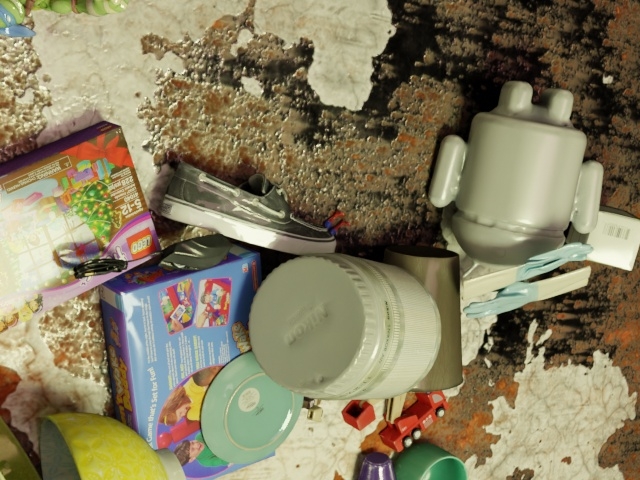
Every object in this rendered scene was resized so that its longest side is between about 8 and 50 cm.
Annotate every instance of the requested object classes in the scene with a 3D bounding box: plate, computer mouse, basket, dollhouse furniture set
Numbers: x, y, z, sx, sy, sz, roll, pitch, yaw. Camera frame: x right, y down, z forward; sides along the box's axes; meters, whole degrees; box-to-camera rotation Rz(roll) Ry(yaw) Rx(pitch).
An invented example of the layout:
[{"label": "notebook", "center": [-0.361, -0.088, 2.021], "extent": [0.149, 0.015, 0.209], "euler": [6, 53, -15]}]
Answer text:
[{"label": "plate", "center": [-0.098, 0.260, 1.613], "extent": [0.188, 0.024, 0.188], "euler": [-12, 111, -34]}, {"label": "computer mouse", "center": [-0.227, 0.032, 1.449], "extent": [0.242, 0.071, 0.041], "euler": [-12, 81, -34]}, {"label": "basket", "center": [0.166, 0.129, 1.793], "extent": [0.204, 0.154, 0.226], "euler": [-1, 100, -36]}, {"label": "dollhouse furniture set", "center": [-0.009, 0.234, 1.743], "extent": [0.081, 0.091, 0.114], "euler": [6, 97, -53]}]

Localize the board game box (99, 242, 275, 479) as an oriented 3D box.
[{"label": "board game box", "center": [-0.196, 0.200, 1.588], "extent": [0.233, 0.078, 0.347], "euler": [-15, 112, -33]}]

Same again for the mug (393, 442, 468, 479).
[{"label": "mug", "center": [0.199, 0.451, 1.940], "extent": [0.129, 0.097, 0.157], "euler": [-40, 124, -21]}]

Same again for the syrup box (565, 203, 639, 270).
[{"label": "syrup box", "center": [0.531, -0.015, 1.960], "extent": [0.093, 0.237, 0.096], "euler": [14, 100, 4]}]

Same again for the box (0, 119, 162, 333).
[{"label": "box", "center": [-0.375, -0.014, 1.407], "extent": [0.293, 0.057, 0.200], "euler": [-29, 120, -27]}]

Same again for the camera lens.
[{"label": "camera lens", "center": [0.044, 0.134, 1.604], "extent": [0.274, 0.219, 0.219], "euler": [14, 95, -60]}]

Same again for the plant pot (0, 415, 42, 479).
[{"label": "plant pot", "center": [-0.495, 0.357, 1.324], "extent": [0.254, 0.276, 0.276], "euler": [-32, 121, -11]}]

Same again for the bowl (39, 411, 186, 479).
[{"label": "bowl", "center": [-0.271, 0.363, 1.441], "extent": [0.156, 0.289, 0.289], "euler": [-12, 111, -28]}]

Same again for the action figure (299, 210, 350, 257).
[{"label": "action figure", "center": [0.000, 0.000, 1.707], "extent": [0.115, 0.030, 0.038], "euler": [-43, 129, -16]}]

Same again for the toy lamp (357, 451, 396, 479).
[{"label": "toy lamp", "center": [0.101, 0.517, 1.903], "extent": [0.080, 0.080, 0.274], "euler": [-10, 110, -34]}]

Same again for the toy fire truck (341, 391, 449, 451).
[{"label": "toy fire truck", "center": [0.139, 0.304, 1.885], "extent": [0.192, 0.047, 0.135], "euler": [-36, 121, -23]}]

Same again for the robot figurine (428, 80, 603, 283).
[{"label": "robot figurine", "center": [0.344, -0.097, 1.820], "extent": [0.300, 0.200, 0.353], "euler": [12, 98, 2]}]

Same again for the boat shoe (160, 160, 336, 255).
[{"label": "boat shoe", "center": [-0.094, -0.049, 1.580], "extent": [0.301, 0.108, 0.102], "euler": [16, 94, -31]}]

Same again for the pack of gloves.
[{"label": "pack of gloves", "center": [0.344, 0.057, 1.770], "extent": [0.232, 0.046, 0.195], "euler": [-18, 153, -1]}]

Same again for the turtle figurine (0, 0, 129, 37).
[{"label": "turtle figurine", "center": [-0.295, -0.376, 1.250], "extent": [0.266, 0.198, 0.274], "euler": [-59, 172, -29]}]
